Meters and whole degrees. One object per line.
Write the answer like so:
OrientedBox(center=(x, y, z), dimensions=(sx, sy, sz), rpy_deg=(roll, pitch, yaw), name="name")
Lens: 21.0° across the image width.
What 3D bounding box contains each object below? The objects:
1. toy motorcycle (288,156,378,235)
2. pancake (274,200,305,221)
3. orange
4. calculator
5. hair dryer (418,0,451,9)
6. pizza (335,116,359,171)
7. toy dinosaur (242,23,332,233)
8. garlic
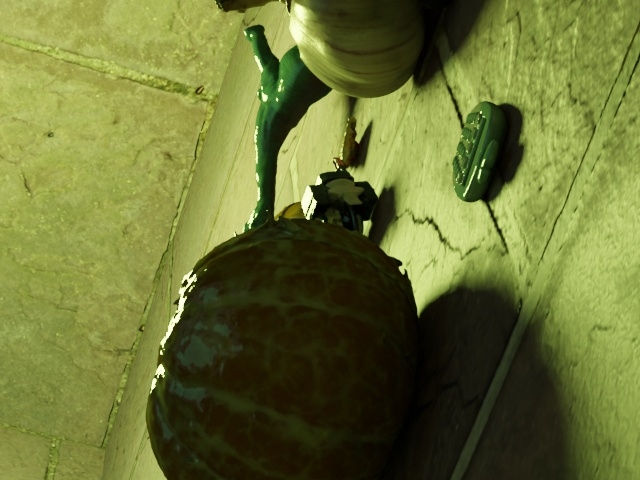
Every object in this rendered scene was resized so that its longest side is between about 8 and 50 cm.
OrientedBox(center=(0.000, 0.000, 2.113), dimensions=(0.221, 0.102, 0.150), rpy_deg=(112, 147, -44), name="toy motorcycle")
OrientedBox(center=(-0.077, 0.126, 2.350), dimensions=(0.387, 0.082, 0.386), rpy_deg=(-164, 90, -81), name="pancake")
OrientedBox(center=(-0.041, 0.137, 1.695), dimensions=(0.329, 0.249, 0.329), rpy_deg=(-158, 90, -84), name="orange")
OrientedBox(center=(0.149, -0.084, 1.630), dimensions=(0.153, 0.021, 0.095), rpy_deg=(-118, 44, -76), name="calculator")
OrientedBox(center=(0.165, -0.380, 1.925), dimensions=(0.173, 0.050, 0.194), rpy_deg=(126, 160, -59), name="hair dryer")
OrientedBox(center=(0.036, -0.112, 2.251), dimensions=(0.078, 0.025, 0.083), rpy_deg=(-80, 4, -49), name="pizza")
OrientedBox(center=(-0.001, -0.217, 2.400), dimensions=(0.383, 0.129, 0.331), rpy_deg=(-47, 32, 23), name="toy dinosaur")
OrientedBox(center=(0.002, -0.287, 2.026), dimensions=(0.245, 0.253, 0.245), rpy_deg=(177, 90, -89), name="garlic")
